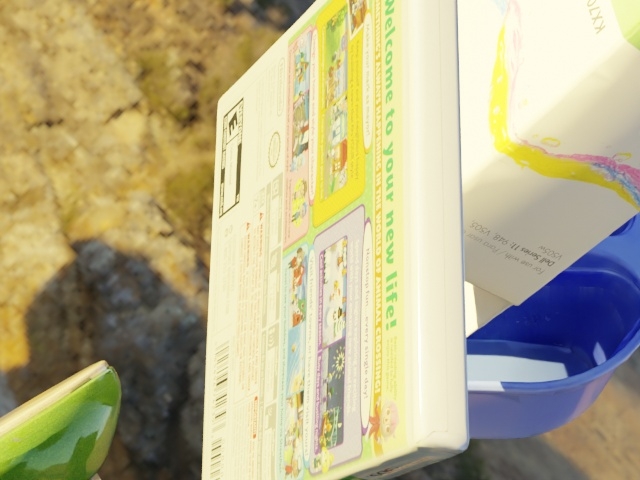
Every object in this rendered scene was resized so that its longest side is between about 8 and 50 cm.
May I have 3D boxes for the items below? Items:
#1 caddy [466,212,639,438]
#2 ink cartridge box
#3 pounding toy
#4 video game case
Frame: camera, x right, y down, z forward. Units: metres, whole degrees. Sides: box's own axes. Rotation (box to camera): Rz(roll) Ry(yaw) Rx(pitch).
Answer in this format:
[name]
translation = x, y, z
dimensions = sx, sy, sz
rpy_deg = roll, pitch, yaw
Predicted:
[caddy]
translation = 0.108, 0.030, 1.133
dimensions = 0.179, 0.341, 0.241
rpy_deg = 90, 0, -59
[ink cartridge box]
translation = 0.144, -0.105, 0.904
dimensions = 0.119, 0.353, 0.207
rpy_deg = 25, 41, -27
[pounding toy]
translation = -0.190, 0.171, 0.799
dimensions = 0.110, 0.183, 0.237
rpy_deg = 59, 26, -2
[video game case]
translation = 0.000, 0.000, 0.562
dimensions = 0.023, 0.193, 0.212
rpy_deg = 11, 67, -24
